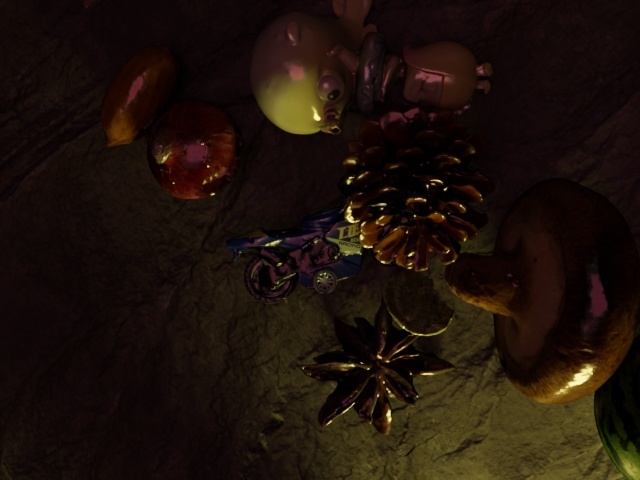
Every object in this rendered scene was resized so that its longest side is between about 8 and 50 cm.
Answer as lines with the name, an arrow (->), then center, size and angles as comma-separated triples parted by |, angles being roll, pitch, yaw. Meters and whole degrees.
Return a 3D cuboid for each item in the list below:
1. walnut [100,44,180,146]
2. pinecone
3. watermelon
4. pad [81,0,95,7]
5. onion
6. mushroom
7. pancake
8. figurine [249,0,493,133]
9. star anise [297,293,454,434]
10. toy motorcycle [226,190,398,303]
walnut -> -0.320, -0.251, 1.648 | 0.116, 0.116, 0.207 | 34, 98, 5
pinecone -> 0.150, -0.068, 1.496 | 0.264, 0.264, 0.264 | 2, 98, 11
watermelon -> 0.573, 0.264, 1.456 | 0.285, 0.285, 0.285 | 2, 98, 11
pad -> -0.377, -0.550, 1.675 | 0.235, 0.003, 0.158 | -34, 90, 14
onion -> -0.231, -0.157, 1.629 | 0.184, 0.147, 0.183 | 3, 97, 26
mushroom -> 0.374, 0.075, 1.464 | 0.239, 0.345, 0.345 | -26, 92, -21
pancake -> 0.164, 0.108, 1.608 | 0.129, 0.116, 0.022 | 55, 148, 18
figurine -> 0.087, -0.300, 1.545 | 0.395, 0.226, 0.274 | 5, 70, 5
star anise -> 0.097, 0.214, 1.625 | 0.212, 0.129, 0.282 | 44, 86, 1
toy motorcycle -> 0.000, 0.000, 1.617 | 0.316, 0.113, 0.168 | -16, 97, -2
